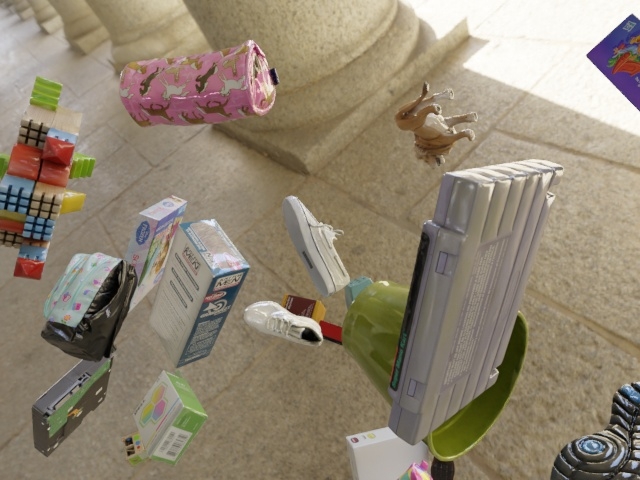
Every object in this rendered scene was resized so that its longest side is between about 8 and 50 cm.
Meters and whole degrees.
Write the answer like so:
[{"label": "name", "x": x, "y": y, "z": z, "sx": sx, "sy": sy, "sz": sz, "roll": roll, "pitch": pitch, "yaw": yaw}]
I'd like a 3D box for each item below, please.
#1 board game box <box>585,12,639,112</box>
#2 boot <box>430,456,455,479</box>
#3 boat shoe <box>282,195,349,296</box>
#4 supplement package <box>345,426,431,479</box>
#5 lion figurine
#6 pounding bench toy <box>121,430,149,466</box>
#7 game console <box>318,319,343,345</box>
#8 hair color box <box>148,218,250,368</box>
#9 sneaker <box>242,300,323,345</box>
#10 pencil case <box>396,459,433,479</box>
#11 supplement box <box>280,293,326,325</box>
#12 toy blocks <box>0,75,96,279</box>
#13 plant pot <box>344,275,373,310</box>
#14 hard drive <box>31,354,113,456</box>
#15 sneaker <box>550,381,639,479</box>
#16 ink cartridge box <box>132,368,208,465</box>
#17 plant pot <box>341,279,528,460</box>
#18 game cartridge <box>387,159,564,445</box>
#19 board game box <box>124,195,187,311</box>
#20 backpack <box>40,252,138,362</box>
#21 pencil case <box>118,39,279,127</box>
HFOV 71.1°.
[{"label": "board game box", "x": 0.601, "y": -0.203, "z": 0.723, "sx": 0.078, "sy": 0.347, "sz": 0.233, "roll": -46, "pitch": 53, "yaw": 38}, {"label": "boot", "x": 0.421, "y": 0.728, "z": 1.518, "sx": 0.082, "sy": 0.106, "sz": 0.219, "roll": 2, "pitch": 96, "yaw": 24}, {"label": "boat shoe", "x": 0.004, "y": -0.001, "z": 1.547, "sx": 0.156, "sy": 0.136, "sz": 0.367, "roll": -24, "pitch": 83, "yaw": -26}, {"label": "supplement package", "x": 0.244, "y": 0.786, "z": 1.584, "sx": 0.261, "sy": 0.145, "sz": 0.204, "roll": -10, "pitch": 83, "yaw": -9}, {"label": "lion figurine", "x": 0.339, "y": -0.369, "z": 1.431, "sx": 0.240, "sy": 0.392, "sz": 0.142, "roll": -4, "pitch": 68, "yaw": 42}, {"label": "pounding bench toy", "x": -0.446, "y": 0.511, "z": 1.126, "sx": 0.083, "sy": 0.052, "sz": 0.065, "roll": -20, "pitch": 49, "yaw": -16}, {"label": "game console", "x": 0.059, "y": 0.441, "z": 2.145, "sx": 0.144, "sy": 0.124, "sz": 0.085, "roll": 19, "pitch": 85, "yaw": 10}, {"label": "hair color box", "x": -0.308, "y": 0.135, "z": 1.102, "sx": 0.105, "sy": 0.347, "sz": 0.174, "roll": -13, "pitch": 52, "yaw": -45}, {"label": "sneaker", "x": -0.119, "y": 0.285, "z": 1.526, "sx": 0.129, "sy": 0.297, "sz": 0.111, "roll": -172, "pitch": 100, "yaw": -73}, {"label": "pencil case", "x": 0.225, "y": 0.735, "z": 1.262, "sx": 0.236, "sy": 0.104, "sz": 0.104, "roll": -49, "pitch": 42, "yaw": 12}, {"label": "supplement box", "x": -0.100, "y": 0.390, "z": 2.220, "sx": 0.194, "sy": 0.129, "sz": 0.191, "roll": 9, "pitch": 65, "yaw": 19}, {"label": "toy blocks", "x": -0.578, "y": -0.105, "z": 0.912, "sx": 0.381, "sy": 0.190, "sz": 0.261, "roll": -62, "pitch": 33, "yaw": 21}, {"label": "plant pot", "x": 0.213, "y": 0.298, "z": 2.133, "sx": 0.165, "sy": 0.234, "sz": 0.165, "roll": -20, "pitch": 8, "yaw": -10}, {"label": "hard drive", "x": -0.751, "y": 0.489, "z": 1.358, "sx": 0.064, "sy": 0.339, "sz": 0.237, "roll": 36, "pitch": 42, "yaw": 2}, {"label": "sneaker", "x": 0.533, "y": 0.393, "z": 0.779, "sx": 0.340, "sy": 0.140, "sz": 0.125, "roll": -23, "pitch": 13, "yaw": -27}, {"label": "ink cartridge box", "x": -0.315, "y": 0.340, "z": 0.910, "sx": 0.109, "sy": 0.062, "sz": 0.209, "roll": -56, "pitch": 34, "yaw": -8}, {"label": "plant pot", "x": 0.247, "y": 0.268, "z": 1.108, "sx": 0.366, "sy": 0.366, "sz": 0.353, "roll": -47, "pitch": 42, "yaw": -16}, {"label": "game cartridge", "x": 0.197, "y": 0.077, "z": 0.588, "sx": 0.230, "sy": 0.355, "sz": 0.068, "roll": -11, "pitch": 28, "yaw": -37}, {"label": "board game box", "x": -0.555, "y": 0.032, "z": 1.473, "sx": 0.319, "sy": 0.065, "sz": 0.318, "roll": -92, "pitch": 25, "yaw": -75}, {"label": "backpack", "x": -0.408, "y": 0.109, "z": 0.801, "sx": 0.115, "sy": 0.152, "sz": 0.182, "roll": 14, "pitch": 61, "yaw": -1}, {"label": "pencil case", "x": -0.302, "y": -0.372, "z": 1.088, "sx": 0.386, "sy": 0.160, "sz": 0.167, "roll": 0, "pitch": 46, "yaw": 22}]
